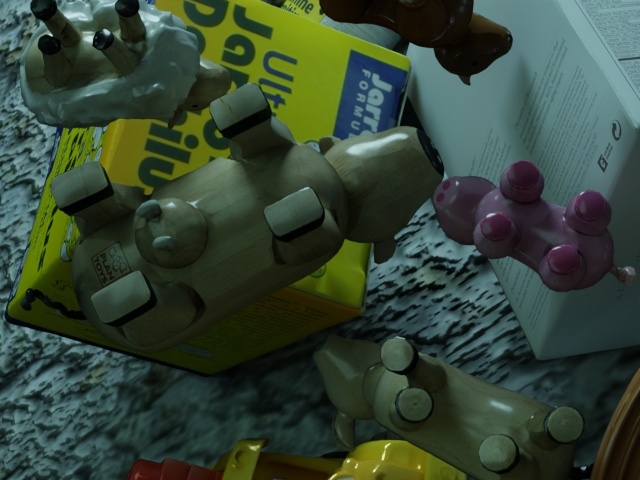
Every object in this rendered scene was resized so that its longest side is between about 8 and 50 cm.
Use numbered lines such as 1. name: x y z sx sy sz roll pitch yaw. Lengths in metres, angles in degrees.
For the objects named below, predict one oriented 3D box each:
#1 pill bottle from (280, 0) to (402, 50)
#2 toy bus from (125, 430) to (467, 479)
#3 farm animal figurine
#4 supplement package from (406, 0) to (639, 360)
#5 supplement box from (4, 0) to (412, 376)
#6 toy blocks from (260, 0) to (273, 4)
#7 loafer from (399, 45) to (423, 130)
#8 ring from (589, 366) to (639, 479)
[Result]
1. pill bottle: 0.021 -0.197 1.160 0.184 0.103 0.103 -53 45 6
2. toy bus: -0.027 0.194 0.883 0.220 0.211 0.149 133 153 -62
3. farm animal figurine: 0.000 0.000 0.751 0.327 0.172 0.330 -9 74 5
4. supplement package: 0.200 -0.097 0.837 0.199 0.198 0.262 103 154 -46
5. supplement box: -0.103 -0.030 1.019 0.356 0.195 0.194 150 135 -64
6. toy blocks: -0.085 -0.334 1.200 0.309 0.288 0.260 31 87 42
7. loafer: 0.100 -0.152 1.113 0.170 0.062 0.061 -46 7 22
8. ring: 0.294 0.151 0.627 0.336 0.336 0.032 -55 6 4
